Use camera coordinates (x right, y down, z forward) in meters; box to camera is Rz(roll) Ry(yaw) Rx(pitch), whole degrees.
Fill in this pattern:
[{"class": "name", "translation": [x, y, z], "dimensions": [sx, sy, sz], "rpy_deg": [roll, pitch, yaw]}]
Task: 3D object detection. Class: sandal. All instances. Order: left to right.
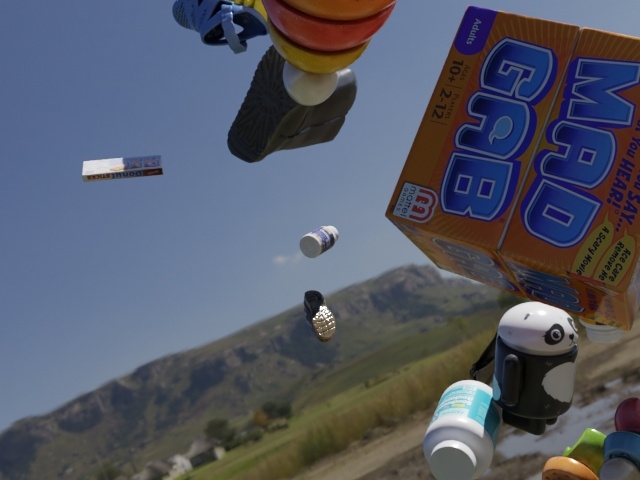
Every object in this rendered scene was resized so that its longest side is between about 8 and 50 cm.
[{"class": "sandal", "translation": [-0.249, -0.526, 2.060], "dimensions": [0.138, 0.317, 0.126], "rpy_deg": [-57, -41, -20]}]

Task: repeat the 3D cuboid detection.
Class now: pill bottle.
[{"class": "pill bottle", "translation": [0.000, 0.000, 2.346], "dimensions": [0.067, 0.067, 0.120], "rpy_deg": [-33, -1, 35]}, {"class": "pill bottle", "translation": [0.303, 0.414, 1.826], "dimensions": [0.146, 0.146, 0.264], "rpy_deg": [-30, 5, 24]}, {"class": "pill bottle", "translation": [0.674, 0.134, 2.058], "dimensions": [0.117, 0.214, 0.117], "rpy_deg": [-9, 19, 3]}]

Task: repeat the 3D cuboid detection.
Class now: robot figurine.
[{"class": "robot figurine", "translation": [0.458, 0.269, 1.825], "dimensions": [0.174, 0.278, 0.209], "rpy_deg": [1, 17, 2]}]

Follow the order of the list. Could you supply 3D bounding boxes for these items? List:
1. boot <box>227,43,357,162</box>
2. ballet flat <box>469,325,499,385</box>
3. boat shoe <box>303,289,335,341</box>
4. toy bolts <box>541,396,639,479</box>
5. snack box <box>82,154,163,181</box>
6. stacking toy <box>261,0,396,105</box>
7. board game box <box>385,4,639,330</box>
[{"class": "boot", "translation": [-0.009, -0.372, 2.123], "dimensions": [0.367, 0.146, 0.445], "rpy_deg": [-49, -13, 29]}, {"class": "ballet flat", "translation": [0.438, 0.285, 2.187], "dimensions": [0.084, 0.058, 0.249], "rpy_deg": [-75, 3, -47]}, {"class": "boat shoe", "translation": [-0.005, 0.211, 2.297], "dimensions": [0.064, 0.178, 0.060], "rpy_deg": [-1, -52, -18]}, {"class": "toy bolts", "translation": [0.477, 0.388, 1.356], "dimensions": [0.158, 0.218, 0.228], "rpy_deg": [-41, -21, -39]}, {"class": "snack box", "translation": [-0.449, -0.165, 1.957], "dimensions": [0.178, 0.064, 0.022], "rpy_deg": [-6, -55, -8]}, {"class": "stacking toy", "translation": [-0.003, -0.440, 1.649], "dimensions": [0.351, 0.350, 0.480], "rpy_deg": [-21, -28, -26]}, {"class": "board game box", "translation": [0.369, -0.103, 1.368], "dimensions": [0.356, 0.356, 0.356], "rpy_deg": [-69, -25, -6]}]
